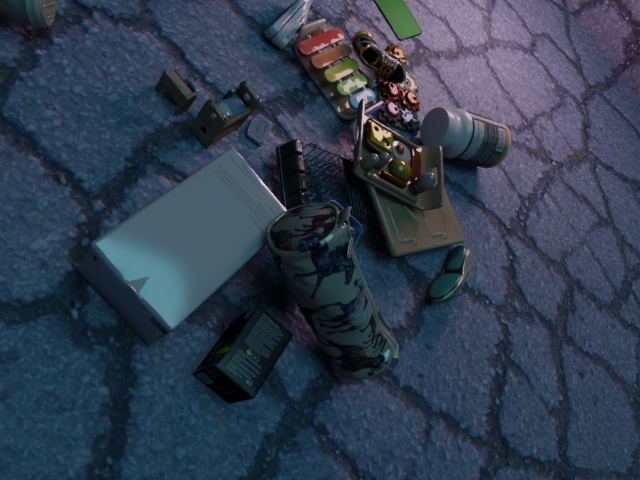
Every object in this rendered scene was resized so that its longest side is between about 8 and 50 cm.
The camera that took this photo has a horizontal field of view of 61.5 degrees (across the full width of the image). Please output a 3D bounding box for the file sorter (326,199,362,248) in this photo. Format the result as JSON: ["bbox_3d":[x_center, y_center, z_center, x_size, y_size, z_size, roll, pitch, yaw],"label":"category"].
[{"bbox_3d":[0.000,0.000,1.275,0.118,0.170,0.104,41,49,-13],"label":"file sorter"}]

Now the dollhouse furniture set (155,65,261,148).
[{"bbox_3d":[-0.263,-0.344,1.267,0.184,0.129,0.129,51,51,-6],"label":"dollhouse furniture set"}]

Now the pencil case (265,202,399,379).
[{"bbox_3d":[0.040,0.118,1.161,0.410,0.183,0.160,65,36,-30],"label":"pencil case"}]

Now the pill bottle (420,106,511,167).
[{"bbox_3d":[0.469,-0.335,1.745,0.278,0.162,0.162,8,66,-31],"label":"pill bottle"}]

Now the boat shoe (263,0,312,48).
[{"bbox_3d":[-0.079,-0.635,1.562,0.076,0.083,0.226,47,63,-22],"label":"boat shoe"}]

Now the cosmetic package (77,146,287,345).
[{"bbox_3d":[-0.263,0.003,1.104,0.217,0.156,0.385,51,52,-5],"label":"cosmetic package"}]

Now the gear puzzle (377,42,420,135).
[{"bbox_3d":[0.264,-0.509,1.753,0.175,0.044,0.339,17,62,-28],"label":"gear puzzle"}]

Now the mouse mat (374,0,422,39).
[{"bbox_3d":[0.275,-0.802,1.913,0.152,0.007,0.190,-32,91,-39],"label":"mouse mat"}]

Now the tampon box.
[{"bbox_3d":[-0.156,0.231,1.097,0.101,0.120,0.161,44,52,-12],"label":"tampon box"}]

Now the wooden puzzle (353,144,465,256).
[{"bbox_3d":[0.250,-0.117,1.559,0.348,0.080,0.322,-8,75,-42],"label":"wooden puzzle"}]

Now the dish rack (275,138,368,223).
[{"bbox_3d":[0.014,-0.142,1.399,0.271,0.074,0.208,11,66,-44],"label":"dish rack"}]

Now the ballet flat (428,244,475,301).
[{"bbox_3d":[0.387,0.113,1.553,0.086,0.086,0.248,47,51,-9],"label":"ballet flat"}]

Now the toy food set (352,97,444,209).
[{"bbox_3d":[0.218,-0.235,1.470,0.306,0.092,0.220,24,55,-29],"label":"toy food set"}]

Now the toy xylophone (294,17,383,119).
[{"bbox_3d":[0.062,-0.506,1.591,0.323,0.081,0.236,48,51,-8],"label":"toy xylophone"}]

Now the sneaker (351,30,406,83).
[{"bbox_3d":[0.179,-0.539,1.631,0.215,0.084,0.083,28,37,-29],"label":"sneaker"}]

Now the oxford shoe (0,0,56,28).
[{"bbox_3d":[-0.630,-0.650,1.142,0.130,0.169,0.449,0,69,-11],"label":"oxford shoe"}]

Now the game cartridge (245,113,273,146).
[{"bbox_3d":[-0.159,-0.287,1.387,0.056,0.017,0.083,37,54,-20],"label":"game cartridge"}]
